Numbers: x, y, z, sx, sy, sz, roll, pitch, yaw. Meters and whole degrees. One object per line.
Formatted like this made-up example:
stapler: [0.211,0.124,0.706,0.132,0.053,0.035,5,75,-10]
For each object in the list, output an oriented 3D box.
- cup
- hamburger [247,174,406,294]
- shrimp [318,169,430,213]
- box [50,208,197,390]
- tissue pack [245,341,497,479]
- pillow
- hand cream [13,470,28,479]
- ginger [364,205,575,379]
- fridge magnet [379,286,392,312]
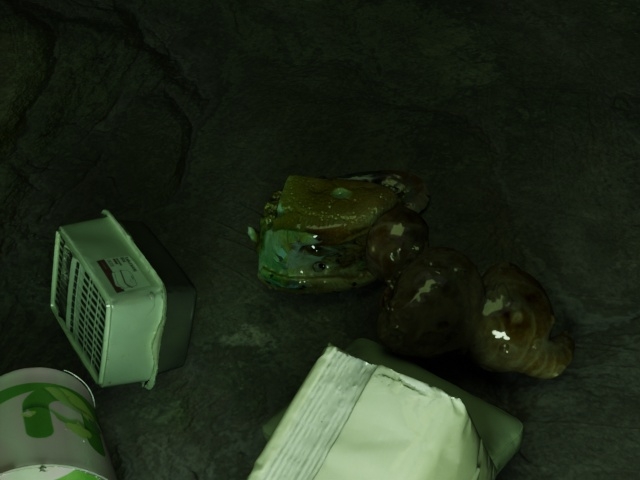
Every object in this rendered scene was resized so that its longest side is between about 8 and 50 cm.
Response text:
cup: [-0.403,0.335,1.384,0.253,0.253,0.274,-16,32,-9]
hamburger: [0.000,0.000,1.743,0.287,0.168,0.192,5,41,16]
shrimp: [0.091,-0.090,1.926,0.250,0.052,0.144,-1,43,7]
box: [-0.339,0.098,1.655,0.166,0.221,0.290,-7,35,-33]
tissue pack: [0.030,0.353,1.140,0.207,0.297,0.380,22,73,30]
pillow: [0.103,0.285,1.425,0.322,0.120,0.255,24,50,35]
hand cream: [-0.539,0.376,1.508,0.165,0.037,0.057,2,41,3]
ginger: [0.234,0.100,1.541,0.375,0.176,0.256,23,43,-4]
fridge magnet: [0.172,0.104,1.671,0.143,0.063,0.143,-6,43,6]
